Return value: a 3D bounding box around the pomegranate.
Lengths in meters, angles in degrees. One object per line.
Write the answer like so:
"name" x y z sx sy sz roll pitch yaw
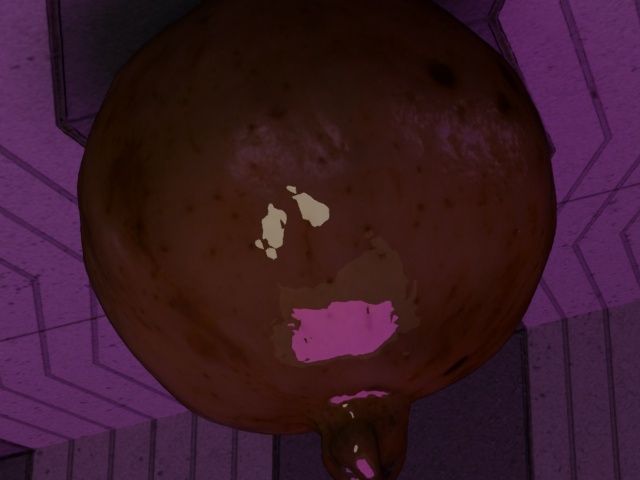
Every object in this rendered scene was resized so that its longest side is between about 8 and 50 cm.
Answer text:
"pomegranate" 0.000 0.000 1.088 0.410 0.410 0.410 -12 158 -5
